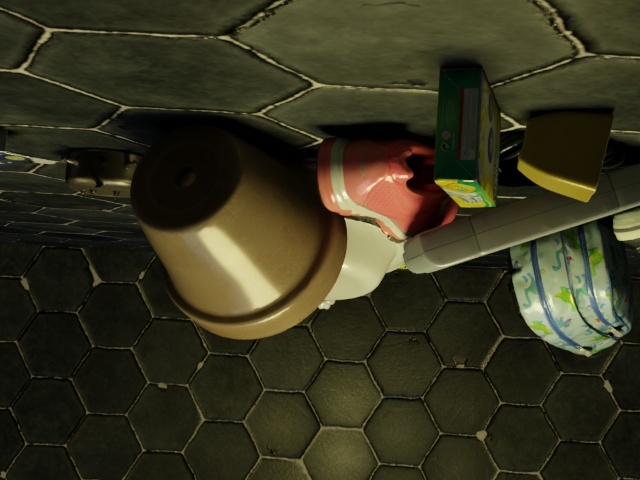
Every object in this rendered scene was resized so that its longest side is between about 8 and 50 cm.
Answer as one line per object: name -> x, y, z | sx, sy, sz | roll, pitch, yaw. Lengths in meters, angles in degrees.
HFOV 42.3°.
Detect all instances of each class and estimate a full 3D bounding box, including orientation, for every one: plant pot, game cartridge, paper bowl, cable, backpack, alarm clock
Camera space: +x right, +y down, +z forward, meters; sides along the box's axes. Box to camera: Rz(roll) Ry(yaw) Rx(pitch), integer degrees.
plant pot -> 0.255, -0.094, 0.877 | 0.083, 0.081, 0.081 | 14, 177, 14
game cartridge -> 0.259, -0.023, 1.055 | 0.297, 0.062, 0.198 | -18, 180, -3
paper bowl -> 0.000, 0.000, 1.300 | 0.284, 0.148, 0.284 | 5, 158, 2
cable -> 0.275, -0.094, 1.004 | 0.185, 0.047, 0.151 | 8, 173, -36
plant pot -> -0.120, -0.029, 1.059 | 0.263, 0.263, 0.229 | 1, 156, 20
backpack -> 0.506, 0.080, 1.664 | 0.356, 0.290, 0.273 | 17, 159, -40
alarm clock -> -0.315, -0.096, 1.263 | 0.130, 0.064, 0.192 | 3, 178, 0

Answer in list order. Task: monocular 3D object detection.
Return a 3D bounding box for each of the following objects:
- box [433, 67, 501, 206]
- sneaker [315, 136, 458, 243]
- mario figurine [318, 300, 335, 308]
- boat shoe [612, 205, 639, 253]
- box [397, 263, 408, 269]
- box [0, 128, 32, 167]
box -> 0.147, -0.091, 0.804 | 0.043, 0.105, 0.179 | 2, 175, 17
sneaker -> 0.127, -0.063, 1.069 | 0.136, 0.115, 0.314 | -4, 172, 33
mario figurine -> -0.015, 0.051, 1.659 | 0.321, 0.170, 0.198 | -25, 170, 28
boat shoe -> 0.581, 0.010, 1.173 | 0.187, 0.155, 0.500 | -21, 161, 40
box -> 0.109, -0.016, 1.488 | 0.191, 0.045, 0.184 | 3, 146, -6
box -> -0.509, -0.134, 1.085 | 0.225, 0.036, 0.136 | 9, 172, -38
